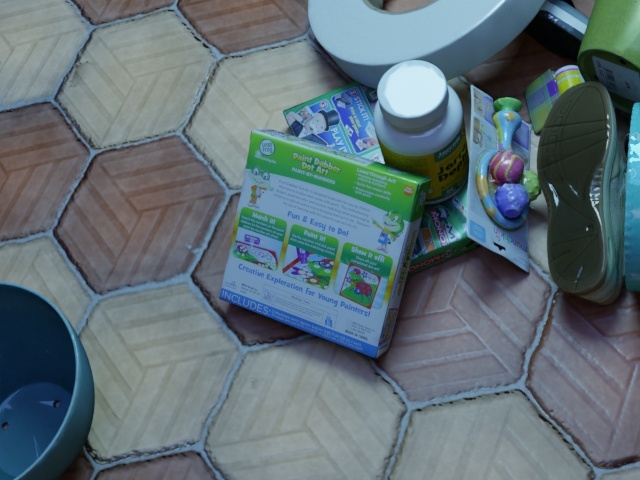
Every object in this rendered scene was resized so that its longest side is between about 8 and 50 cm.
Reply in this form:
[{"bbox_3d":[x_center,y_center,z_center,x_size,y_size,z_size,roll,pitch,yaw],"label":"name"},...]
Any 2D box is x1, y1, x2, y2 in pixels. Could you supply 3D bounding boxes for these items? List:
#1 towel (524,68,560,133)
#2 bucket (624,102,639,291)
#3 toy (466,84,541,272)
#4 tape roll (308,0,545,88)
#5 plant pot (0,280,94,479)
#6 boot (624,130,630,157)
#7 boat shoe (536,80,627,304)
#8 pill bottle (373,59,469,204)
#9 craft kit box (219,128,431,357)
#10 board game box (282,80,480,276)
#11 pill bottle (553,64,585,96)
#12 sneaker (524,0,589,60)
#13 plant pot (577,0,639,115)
[{"bbox_3d":[0.324,-0.200,1.497,0.060,0.009,0.083,-38,51,42],"label":"towel"},{"bbox_3d":[0.474,-0.052,1.269,0.183,0.281,0.281,2,65,18],"label":"bucket"},{"bbox_3d":[0.260,-0.092,1.403,0.056,0.137,0.237,-24,51,41],"label":"toy"},{"bbox_3d":[0.163,-0.398,1.530,0.392,0.072,0.392,-18,52,25],"label":"tape roll"},{"bbox_3d":[-0.419,0.224,1.367,0.290,0.195,0.290,-5,64,10],"label":"plant pot"},{"bbox_3d":[0.514,-0.179,1.437,0.198,0.077,0.137,-4,54,3],"label":"boot"},{"bbox_3d":[0.361,-0.064,1.381,0.109,0.098,0.302,-13,65,38],"label":"boat shoe"},{"bbox_3d":[0.133,-0.143,1.365,0.118,0.208,0.117,-5,63,10],"label":"pill bottle"},{"bbox_3d":[0.000,0.000,1.386,0.250,0.061,0.246,20,110,21],"label":"craft kit box"},{"bbox_3d":[0.096,-0.099,1.496,0.214,0.046,0.317,-22,61,0],"label":"board game box"},{"bbox_3d":[0.365,-0.208,1.490,0.043,0.043,0.083,-11,62,7],"label":"pill bottle"},{"bbox_3d":[0.349,-0.400,1.552,0.178,0.124,0.295,-48,62,-2],"label":"sneaker"},{"bbox_3d":[0.487,-0.316,1.394,0.275,0.275,0.293,35,79,25],"label":"plant pot"}]
